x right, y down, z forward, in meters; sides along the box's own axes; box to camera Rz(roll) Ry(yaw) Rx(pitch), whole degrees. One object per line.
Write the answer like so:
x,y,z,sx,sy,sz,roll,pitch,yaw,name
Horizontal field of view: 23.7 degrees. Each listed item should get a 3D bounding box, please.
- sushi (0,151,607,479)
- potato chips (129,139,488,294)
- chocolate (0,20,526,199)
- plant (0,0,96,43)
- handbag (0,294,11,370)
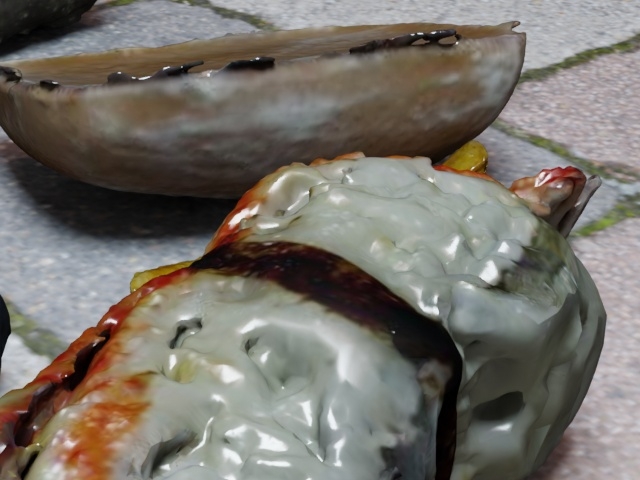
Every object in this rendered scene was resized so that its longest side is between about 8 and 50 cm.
-0.002,0.064,0.488,0.130,0.124,0.332,24,34,15,sushi
0.000,0.000,0.703,0.204,0.037,0.026,-21,26,-30,potato chips
-0.031,-0.061,0.759,0.261,0.083,0.161,-8,13,-22,chocolate
-0.227,-0.177,0.902,0.194,0.132,0.129,-13,28,-37,plant
-0.198,0.061,0.463,0.211,0.088,0.254,25,26,-21,handbag
